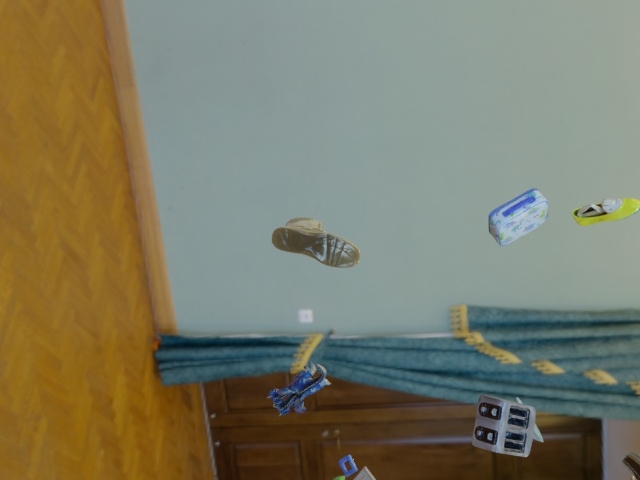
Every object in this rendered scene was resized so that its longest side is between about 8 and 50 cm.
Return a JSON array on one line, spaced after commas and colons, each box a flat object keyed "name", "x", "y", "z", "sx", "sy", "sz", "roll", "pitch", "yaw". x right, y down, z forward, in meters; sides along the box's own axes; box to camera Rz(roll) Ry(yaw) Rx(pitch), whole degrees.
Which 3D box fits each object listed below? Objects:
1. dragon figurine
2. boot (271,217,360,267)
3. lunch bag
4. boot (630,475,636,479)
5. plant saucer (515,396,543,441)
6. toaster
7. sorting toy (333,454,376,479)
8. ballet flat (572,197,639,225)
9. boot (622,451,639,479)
[{"name": "dragon figurine", "x": -0.056, "y": 0.402, "z": 1.615, "sx": 0.085, "sy": 0.144, "sz": 0.289, "roll": 48, "pitch": -22, "yaw": -1}, {"name": "boot", "x": 0.000, "y": 0.000, "z": 1.830, "sx": 0.203, "sy": 0.262, "sz": 0.095, "roll": -52, "pitch": 153, "yaw": -75}, {"name": "lunch bag", "x": 0.728, "y": -0.088, "z": 2.232, "sx": 0.090, "sy": 0.219, "sz": 0.176, "roll": 61, "pitch": 3, "yaw": 33}, {"name": "boot", "x": 1.023, "y": 0.788, "z": 1.843, "sx": 0.197, "sy": 0.152, "sz": 0.073, "roll": 43, "pitch": 68, "yaw": -45}, {"name": "plant saucer", "x": 0.823, "y": 0.723, "z": 2.425, "sx": 0.195, "sy": 0.037, "sz": 0.195, "roll": 53, "pitch": 15, "yaw": -21}, {"name": "toaster", "x": 0.592, "y": 0.598, "z": 1.945, "sx": 0.110, "sy": 0.186, "sz": 0.168, "roll": -5, "pitch": -111, "yaw": 61}, {"name": "sorting toy", "x": 0.177, "y": 0.933, "z": 2.165, "sx": 0.047, "sy": 0.347, "sz": 0.196, "roll": -2, "pitch": 131, "yaw": -48}, {"name": "ballet flat", "x": 0.943, "y": -0.101, "z": 2.020, "sx": 0.231, "sy": 0.077, "sz": 0.077, "roll": -22, "pitch": -144, "yaw": 58}, {"name": "boot", "x": 0.638, "y": 0.557, "z": 1.216, "sx": 0.085, "sy": 0.179, "sz": 0.236, "roll": 46, "pitch": 9, "yaw": -26}]
